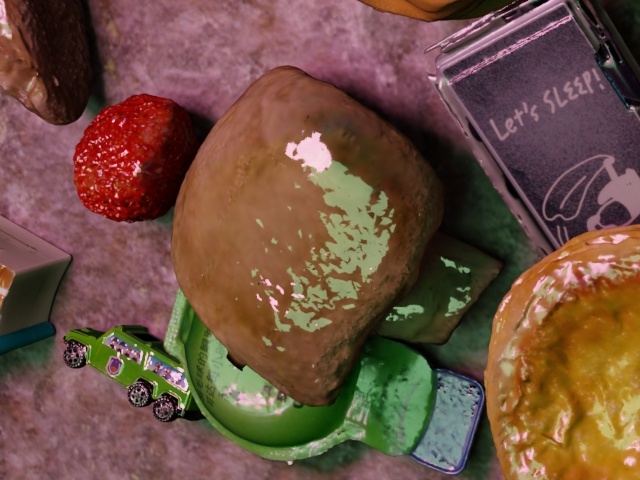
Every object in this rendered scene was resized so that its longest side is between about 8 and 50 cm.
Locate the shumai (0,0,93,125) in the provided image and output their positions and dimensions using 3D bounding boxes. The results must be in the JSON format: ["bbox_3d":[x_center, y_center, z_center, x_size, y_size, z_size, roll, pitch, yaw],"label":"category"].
[{"bbox_3d":[-0.311,-0.205,1.931,0.153,0.161,0.209,-10,113,29],"label":"shumai"}]

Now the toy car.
[{"bbox_3d":[-0.177,0.124,1.971,0.165,0.071,0.062,28,98,24],"label":"toy car"}]

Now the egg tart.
[{"bbox_3d":[0.287,0.135,1.659,0.319,0.128,0.319,4,99,27],"label":"egg tart"}]

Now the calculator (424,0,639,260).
[{"bbox_3d":[0.216,-0.077,1.669,0.166,0.028,0.274,-27,105,29],"label":"calculator"}]

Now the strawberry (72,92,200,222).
[{"bbox_3d":[-0.166,-0.075,1.884,0.148,0.131,0.131,16,110,55],"label":"strawberry"}]

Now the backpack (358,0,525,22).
[{"bbox_3d":[0.070,-0.365,1.644,0.378,0.201,0.353,32,116,21],"label":"backpack"}]

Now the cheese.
[{"bbox_3d":[-0.001,0.123,1.853,0.320,0.083,0.204,20,104,18],"label":"cheese"}]

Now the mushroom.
[{"bbox_3d":[-0.010,0.001,1.743,0.292,0.217,0.212,44,163,7],"label":"mushroom"}]

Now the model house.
[{"bbox_3d":[-0.343,0.061,2.038,0.127,0.100,0.149,28,115,24],"label":"model house"}]
